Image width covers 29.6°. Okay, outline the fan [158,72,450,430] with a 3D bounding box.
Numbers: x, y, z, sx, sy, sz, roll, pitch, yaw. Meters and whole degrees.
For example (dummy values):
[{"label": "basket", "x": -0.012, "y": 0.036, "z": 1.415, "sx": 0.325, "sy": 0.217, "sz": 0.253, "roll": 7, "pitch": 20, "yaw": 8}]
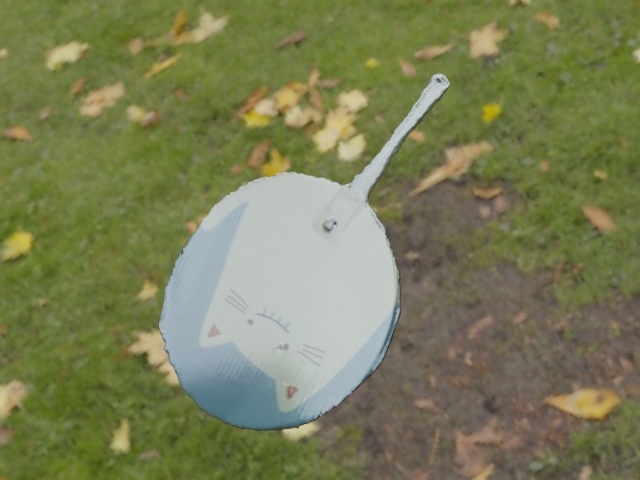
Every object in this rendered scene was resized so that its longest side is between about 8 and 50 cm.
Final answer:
[{"label": "fan", "x": 0.000, "y": 0.000, "z": 0.514, "sx": 0.113, "sy": 0.005, "sz": 0.175, "roll": 38, "pitch": 92, "yaw": 31}]
